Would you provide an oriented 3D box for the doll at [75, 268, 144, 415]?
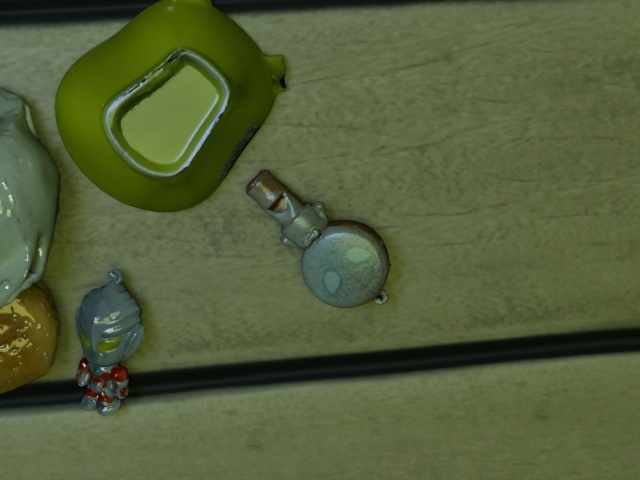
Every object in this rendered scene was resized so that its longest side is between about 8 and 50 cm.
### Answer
[{"bbox_3d":[-0.252,0.122,1.488,0.094,0.079,0.180,15,106,21],"label":"doll"}]

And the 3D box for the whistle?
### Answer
[{"bbox_3d":[0.000,0.000,1.511,0.220,0.057,0.107,42,106,-9],"label":"whistle"}]

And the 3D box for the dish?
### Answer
[{"bbox_3d":[-0.168,-0.152,1.425,0.262,0.108,0.221,-46,105,2],"label":"dish"}]

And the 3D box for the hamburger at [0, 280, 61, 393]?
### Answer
[{"bbox_3d":[-0.372,0.101,1.456,0.138,0.083,0.147,-25,107,-8],"label":"hamburger"}]

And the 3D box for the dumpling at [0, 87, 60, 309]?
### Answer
[{"bbox_3d":[-0.386,-0.042,1.397,0.193,0.147,0.258,-18,75,14],"label":"dumpling"}]
